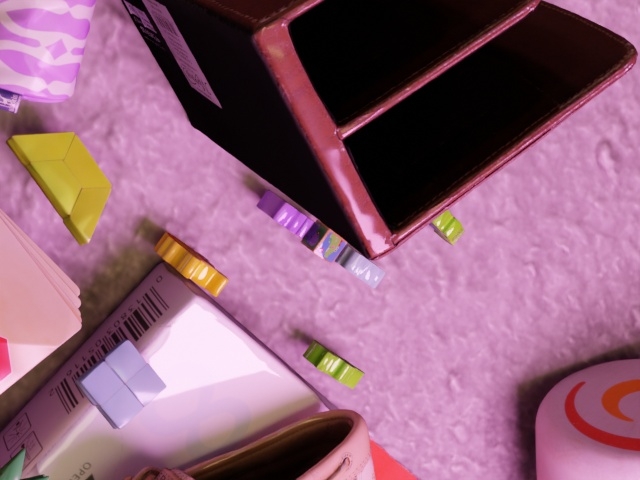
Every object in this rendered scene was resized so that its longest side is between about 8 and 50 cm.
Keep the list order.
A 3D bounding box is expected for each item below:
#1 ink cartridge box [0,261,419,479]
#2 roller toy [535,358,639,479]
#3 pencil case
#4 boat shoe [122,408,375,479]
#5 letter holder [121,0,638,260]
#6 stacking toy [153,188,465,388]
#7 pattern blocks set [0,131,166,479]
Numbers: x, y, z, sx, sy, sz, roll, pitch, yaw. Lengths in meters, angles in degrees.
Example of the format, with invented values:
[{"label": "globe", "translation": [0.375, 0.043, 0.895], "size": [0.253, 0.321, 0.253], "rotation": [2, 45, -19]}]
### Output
[{"label": "ink cartridge box", "translation": [-0.092, 0.248, 1.003], "size": [0.308, 0.091, 0.385], "rotation": [-48, 120, -2]}, {"label": "roller toy", "translation": [0.291, 0.208, 1.113], "size": [0.191, 0.209, 0.146], "rotation": [-5, 114, 3]}, {"label": "pencil case", "translation": [-0.180, -0.189, 0.797], "size": [0.088, 0.086, 0.206], "rotation": [16, 101, -9]}, {"label": "boat shoe", "translation": [-0.110, 0.208, 0.869], "size": [0.341, 0.122, 0.110], "rotation": [-18, 115, -33]}, {"label": "letter holder", "translation": [0.022, -0.151, 0.777], "size": [0.214, 0.302, 0.152], "rotation": [-35, 120, -10]}, {"label": "stacking toy", "translation": [0.000, 0.000, 0.976], "size": [0.221, 0.052, 0.167], "rotation": [37, 90, -35]}, {"label": "pattern blocks set", "translation": [-0.260, 0.025, 0.802], "size": [0.285, 0.026, 0.324], "rotation": [-32, 98, -28]}]
